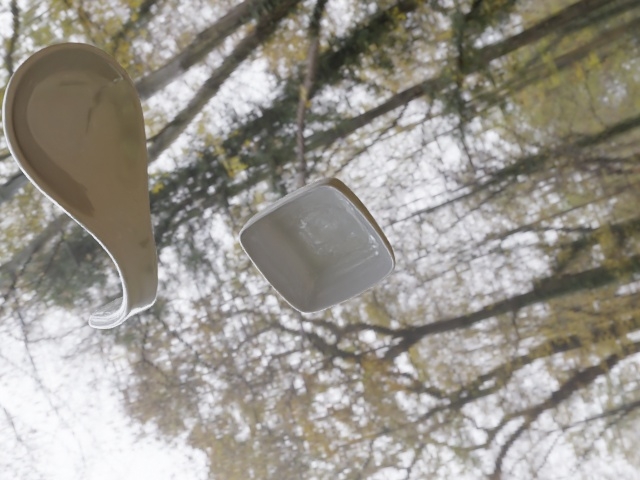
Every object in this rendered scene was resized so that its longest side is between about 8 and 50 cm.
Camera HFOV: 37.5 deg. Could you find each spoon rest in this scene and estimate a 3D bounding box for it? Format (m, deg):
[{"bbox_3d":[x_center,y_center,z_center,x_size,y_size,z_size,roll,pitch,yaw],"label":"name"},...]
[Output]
[{"bbox_3d":[-0.204,-0.044,0.867,0.137,0.084,0.276,-32,-59,-39],"label":"spoon rest"}]

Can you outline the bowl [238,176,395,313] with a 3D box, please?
[{"bbox_3d":[0.000,0.000,1.040,0.142,0.142,0.053,52,-155,-23],"label":"bowl"}]
